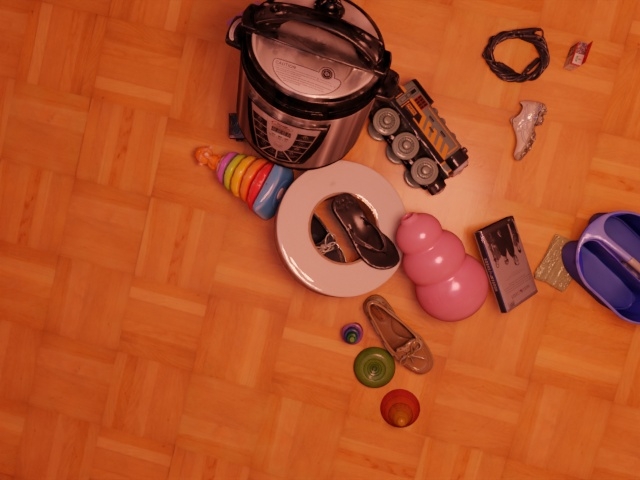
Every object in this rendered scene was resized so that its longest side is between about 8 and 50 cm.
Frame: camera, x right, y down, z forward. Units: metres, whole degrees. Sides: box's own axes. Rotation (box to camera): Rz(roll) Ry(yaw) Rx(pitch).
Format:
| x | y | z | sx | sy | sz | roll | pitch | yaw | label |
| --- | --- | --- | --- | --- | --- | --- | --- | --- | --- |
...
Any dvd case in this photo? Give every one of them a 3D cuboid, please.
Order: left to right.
| x | y | z | sx | sy | sz | roll | pitch | yaw | label |
| --- | --- | --- | --- | --- | --- | --- | --- | --- | --- |
| 0.528 | 0.064 | 1.715 | 0.029 | 0.179 | 0.239 | -16 | 94 | 49 | dvd case |

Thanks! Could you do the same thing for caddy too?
| x | y | z | sx | sy | sz | roll | pitch | yaw | label |
| --- | --- | --- | --- | --- | --- | --- | --- | --- | --- |
| 0.836 | 0.071 | 1.656 | 0.341 | 0.179 | 0.241 | 42 | 93 | -5 | caddy |

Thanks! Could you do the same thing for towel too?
| x | y | z | sx | sy | sz | roll | pitch | yaw | label |
| --- | --- | --- | --- | --- | --- | --- | --- | --- | --- |
| 0.697 | 0.065 | 1.760 | 0.110 | 0.027 | 0.148 | 27 | 95 | 2 | towel |

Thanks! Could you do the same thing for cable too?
| x | y | z | sx | sy | sz | roll | pitch | yaw | label |
| --- | --- | --- | --- | --- | --- | --- | --- | --- | --- |
| 0.554 | -0.524 | 1.727 | 0.184 | 0.047 | 0.151 | -6 | 98 | 3 | cable |

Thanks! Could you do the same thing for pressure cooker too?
| x | y | z | sx | sy | sz | roll | pitch | yaw | label |
| --- | --- | --- | --- | --- | --- | --- | --- | --- | --- |
| -0.033 | -0.423 | 1.547 | 0.369 | 0.420 | 0.376 | -22 | 74 | -19 | pressure cooker |

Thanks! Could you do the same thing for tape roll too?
| x | y | z | sx | sy | sz | roll | pitch | yaw | label |
| --- | --- | --- | --- | --- | --- | --- | --- | --- | --- |
| 0.059 | -0.033 | 1.725 | 0.391 | 0.072 | 0.392 | 2 | 83 | -12 | tape roll |

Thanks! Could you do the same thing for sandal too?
| x | y | z | sx | sy | sz | roll | pitch | yaw | label |
| --- | --- | --- | --- | --- | --- | --- | --- | --- | --- |
| 0.122 | -0.019 | 1.673 | 0.097 | 0.054 | 0.254 | -42 | 94 | -14 | sandal |

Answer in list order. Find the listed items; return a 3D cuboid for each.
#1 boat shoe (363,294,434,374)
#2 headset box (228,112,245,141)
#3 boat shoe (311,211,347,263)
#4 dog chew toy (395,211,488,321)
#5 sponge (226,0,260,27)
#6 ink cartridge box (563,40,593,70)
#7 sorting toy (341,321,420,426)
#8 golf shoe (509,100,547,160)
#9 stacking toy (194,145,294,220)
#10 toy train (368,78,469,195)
| x | y | z | sx | sy | sz | roll | pitch | yaw | label |
| --- | --- | --- | --- | --- | --- | --- | --- | --- | --- |
| 0.226 | 0.287 | 1.786 | 0.104 | 0.089 | 0.285 | -43 | 90 | 6 | boat shoe |
| -0.242 | -0.338 | 1.814 | 0.062 | 0.032 | 0.083 | 2 | 93 | 5 | headset box |
| 0.000 | 0.000 | 1.792 | 0.095 | 0.079 | 0.255 | -28 | 93 | -1 | boat shoe |
| 0.323 | 0.064 | 1.678 | 0.206 | 0.207 | 0.332 | -33 | 109 | 7 | dog chew toy |
| -0.178 | -0.585 | 1.791 | 0.117 | 0.031 | 0.210 | -30 | 91 | 6 | sponge |
| 0.710 | -0.512 | 1.672 | 0.029 | 0.115 | 0.063 | 18 | 95 | 3 | ink cartridge box |
| 0.172 | 0.410 | 1.783 | 0.127 | 0.126 | 0.366 | -31 | 91 | 7 | sorting toy |
| 0.578 | -0.316 | 1.735 | 0.086 | 0.069 | 0.176 | 24 | 93 | 23 | golf shoe |
| -0.242 | -0.197 | 1.778 | 0.301 | 0.166 | 0.175 | 26 | 86 | 14 | stacking toy |
| 0.276 | -0.295 | 1.724 | 0.190 | 0.142 | 0.334 | -38 | 90 | -3 | toy train |
